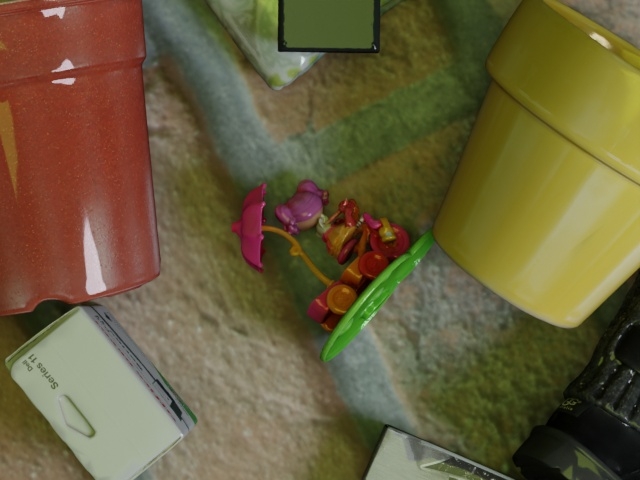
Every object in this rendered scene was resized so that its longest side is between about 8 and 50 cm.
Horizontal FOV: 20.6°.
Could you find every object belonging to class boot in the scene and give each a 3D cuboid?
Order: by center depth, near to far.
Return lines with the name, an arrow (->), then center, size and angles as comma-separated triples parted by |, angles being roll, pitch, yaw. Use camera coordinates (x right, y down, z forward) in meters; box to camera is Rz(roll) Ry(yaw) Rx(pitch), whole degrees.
boot -> 0.370, 0.204, 1.636 | 0.348, 0.131, 0.260 | 46, 71, -16

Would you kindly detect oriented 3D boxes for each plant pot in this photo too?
plant pot -> -0.264, -0.078, 1.582 | 0.272, 0.272, 0.265 | -10, 96, -1
plant pot -> 0.230, -0.062, 1.595 | 0.254, 0.254, 0.239 | 34, 104, 0

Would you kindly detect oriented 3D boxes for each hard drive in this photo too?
hard drive -> 0.008, -0.240, 1.616 | 0.094, 0.022, 0.135 | 1, 90, -2

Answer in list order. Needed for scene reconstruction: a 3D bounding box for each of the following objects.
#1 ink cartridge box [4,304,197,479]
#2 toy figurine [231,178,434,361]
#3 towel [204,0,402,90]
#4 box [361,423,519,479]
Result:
ink cartridge box -> -0.194, 0.140, 1.591 | 0.087, 0.208, 0.153 | -39, 89, -2
toy figurine -> 0.000, 0.000, 1.656 | 0.159, 0.130, 0.173 | 40, 67, 10
towel -> 0.011, -0.377, 1.667 | 0.374, 0.090, 0.320 | -36, 88, -1
box -> 0.100, 0.314, 1.665 | 0.183, 0.056, 0.231 | 24, 88, 0
